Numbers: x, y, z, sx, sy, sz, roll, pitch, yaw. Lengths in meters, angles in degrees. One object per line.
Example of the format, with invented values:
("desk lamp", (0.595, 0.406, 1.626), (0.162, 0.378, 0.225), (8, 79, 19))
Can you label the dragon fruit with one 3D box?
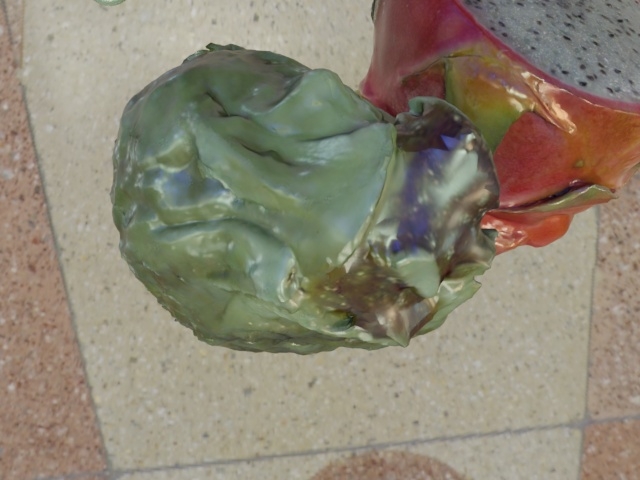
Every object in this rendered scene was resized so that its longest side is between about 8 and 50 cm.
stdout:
("dragon fruit", (0.157, -0.130, 0.820), (0.305, 0.305, 0.226), (19, 136, -15))

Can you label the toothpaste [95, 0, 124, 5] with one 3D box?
("toothpaste", (-0.114, -0.185, 0.530), (0.062, 0.216, 0.037), (10, 124, -15))

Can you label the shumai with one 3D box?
("shumai", (-0.001, -0.001, 0.555), (0.256, 0.218, 0.189), (27, 89, -24))
